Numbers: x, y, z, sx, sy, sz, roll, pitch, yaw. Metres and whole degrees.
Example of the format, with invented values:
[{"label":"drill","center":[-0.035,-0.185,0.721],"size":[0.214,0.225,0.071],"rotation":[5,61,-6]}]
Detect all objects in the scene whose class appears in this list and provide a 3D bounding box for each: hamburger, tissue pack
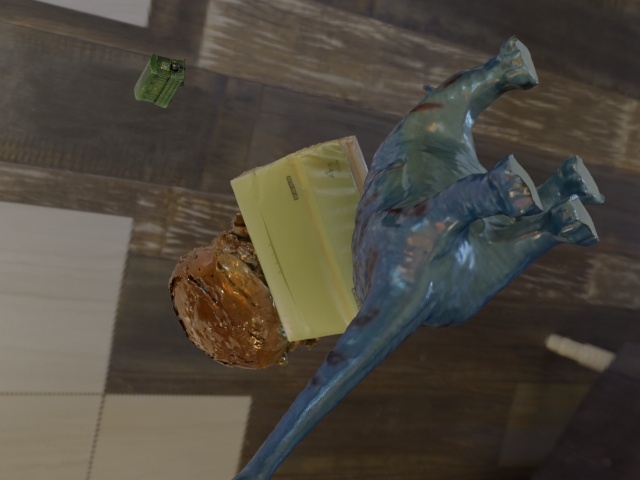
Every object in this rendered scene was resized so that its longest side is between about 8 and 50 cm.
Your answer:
[{"label":"hamburger","center":[-0.105,0.089,1.580],"size":[0.211,0.260,0.245],"rotation":[-30,85,-36]},{"label":"tissue pack","center":[0.000,0.000,1.235],"size":[0.125,0.159,0.234],"rotation":[-21,94,-37]}]

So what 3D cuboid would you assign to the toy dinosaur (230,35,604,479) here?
[{"label":"toy dinosaur","center":[0.059,-0.013,0.427],"size":[0.076,0.144,0.329],"rotation":[45,42,-19]}]

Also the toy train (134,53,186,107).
[{"label":"toy train","center":[-0.227,-0.228,1.381],"size":[0.056,0.093,0.038],"rotation":[12,62,-24]}]
